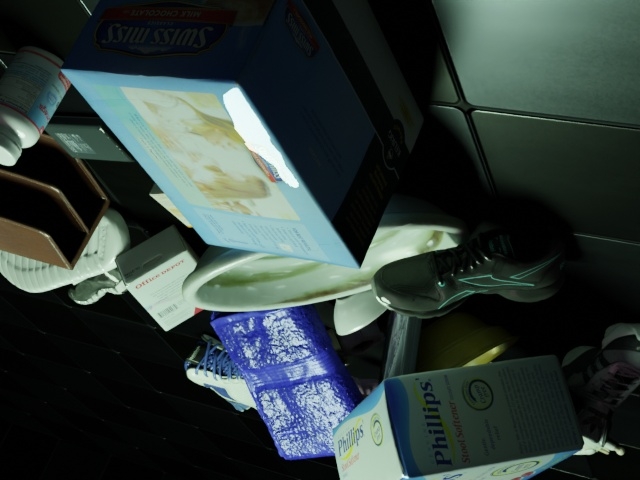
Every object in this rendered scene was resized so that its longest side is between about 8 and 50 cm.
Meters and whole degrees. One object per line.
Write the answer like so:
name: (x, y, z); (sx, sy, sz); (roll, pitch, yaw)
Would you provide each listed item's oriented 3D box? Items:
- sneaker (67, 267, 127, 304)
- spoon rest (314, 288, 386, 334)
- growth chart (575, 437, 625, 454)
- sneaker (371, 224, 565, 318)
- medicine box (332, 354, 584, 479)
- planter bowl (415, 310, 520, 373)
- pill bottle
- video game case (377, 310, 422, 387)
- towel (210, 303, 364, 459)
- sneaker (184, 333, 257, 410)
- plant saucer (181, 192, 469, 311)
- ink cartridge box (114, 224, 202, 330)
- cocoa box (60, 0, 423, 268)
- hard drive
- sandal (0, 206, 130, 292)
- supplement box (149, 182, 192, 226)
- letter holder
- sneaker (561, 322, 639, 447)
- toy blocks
sneaker: (-0.467, 0.068, 2.269); (0.106, 0.078, 0.234); (39, 148, -26)
spoon rest: (0.047, 0.103, 1.821); (0.084, 0.137, 0.276); (52, 157, -17)
growth chart: (0.440, 0.373, 2.137); (0.172, 0.021, 0.237); (34, 154, -21)
sneaker: (0.198, 0.029, 1.482); (0.267, 0.101, 0.106); (-8, 142, -8)
medicine box: (0.197, 0.297, 1.680); (0.289, 0.149, 0.263); (-6, 157, -20)
planter bowl: (0.205, 0.176, 1.798); (0.090, 0.217, 0.217); (59, 161, 15)
pill bottle: (-0.424, -0.189, 1.578); (0.087, 0.160, 0.087); (20, 157, 9)
video game case: (0.127, 0.166, 1.776); (0.026, 0.196, 0.274); (11, 156, -1)
towel: (-0.048, 0.232, 1.855); (0.227, 0.076, 0.308); (-14, 110, 46)
sneaker: (-0.192, 0.283, 2.398); (0.182, 0.127, 0.315); (29, 158, -17)
plant saucer: (0.000, 0.000, 1.538); (0.400, 0.101, 0.400); (-12, 166, -3)
ink cartridge box: (-0.271, 0.068, 2.010); (0.072, 0.127, 0.175); (60, 180, 37)
cocoa box: (-0.068, -0.159, 1.231); (0.231, 0.228, 0.347); (9, 153, 30)
hard drive: (-0.364, -0.160, 1.757); (0.135, 0.022, 0.094); (7, 151, 34)
sandal: (-0.487, 0.012, 2.122); (0.416, 0.169, 0.102); (1, -172, 41)
supplement box: (-0.220, -0.063, 1.810); (0.062, 0.036, 0.098); (0, 147, 43)
letter holder: (-0.552, -0.097, 1.907); (0.301, 0.152, 0.214); (14, 153, 21)
sneaker: (0.433, 0.223, 1.664); (0.101, 0.153, 0.268); (26, 156, -7)
toy blocks: (0.181, 0.291, 2.029); (0.260, 0.309, 0.288); (-21, 155, -8)
